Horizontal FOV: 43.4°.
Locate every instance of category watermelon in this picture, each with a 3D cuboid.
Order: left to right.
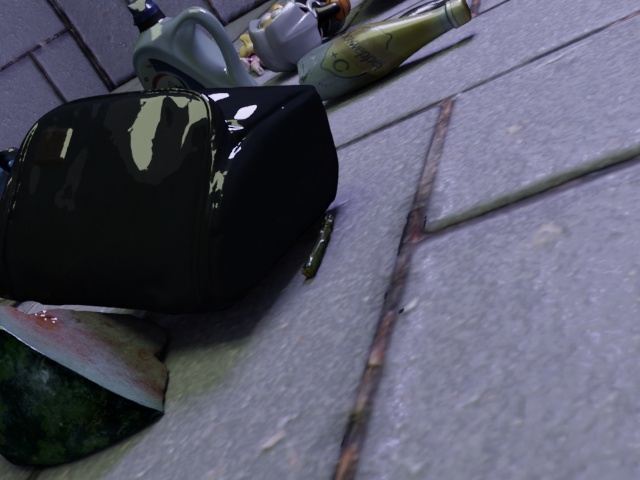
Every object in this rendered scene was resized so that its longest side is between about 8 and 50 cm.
[{"bbox_3d":[-0.221,0.143,0.721,0.202,0.136,0.207,-2,-34,-38],"label":"watermelon"}]

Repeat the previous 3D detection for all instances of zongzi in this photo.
[{"bbox_3d":[0.156,-0.341,1.278,0.104,0.052,0.113,-26,7,-5],"label":"zongzi"}]

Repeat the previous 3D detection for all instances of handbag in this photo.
[{"bbox_3d":[-0.168,-0.060,0.788,0.302,0.178,0.275,2,27,27],"label":"handbag"}]

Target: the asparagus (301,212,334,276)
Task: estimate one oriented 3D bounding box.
[{"bbox_3d":[0.000,0.000,0.765,0.015,0.014,0.114,-5,28,16],"label":"asparagus"}]

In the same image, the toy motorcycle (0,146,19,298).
[{"bbox_3d":[-0.417,-0.101,1.281,0.416,0.232,0.172,-45,21,-32],"label":"toy motorcycle"}]

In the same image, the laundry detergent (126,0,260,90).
[{"bbox_3d":[-0.229,-0.310,1.415,0.215,0.280,0.105,-13,26,40],"label":"laundry detergent"}]

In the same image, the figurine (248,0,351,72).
[{"bbox_3d":[-0.038,-0.439,1.654,0.176,0.133,0.236,-17,22,41],"label":"figurine"}]

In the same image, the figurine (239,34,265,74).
[{"bbox_3d":[-0.150,-0.434,1.890,0.083,0.083,0.187,-32,30,2],"label":"figurine"}]

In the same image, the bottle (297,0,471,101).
[{"bbox_3d":[0.092,-0.285,1.179,0.270,0.083,0.083,-21,23,28],"label":"bottle"}]
